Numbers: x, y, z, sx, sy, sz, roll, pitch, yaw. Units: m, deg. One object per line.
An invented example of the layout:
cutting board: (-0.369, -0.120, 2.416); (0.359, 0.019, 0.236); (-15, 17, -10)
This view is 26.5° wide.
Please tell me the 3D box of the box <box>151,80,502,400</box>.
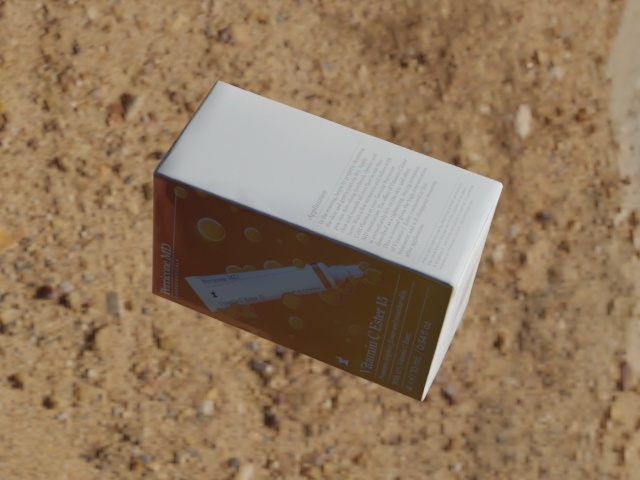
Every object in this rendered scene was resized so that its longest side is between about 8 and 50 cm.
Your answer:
box: (0.000, 0.000, 1.524); (0.345, 0.215, 0.168); (21, 50, 11)
